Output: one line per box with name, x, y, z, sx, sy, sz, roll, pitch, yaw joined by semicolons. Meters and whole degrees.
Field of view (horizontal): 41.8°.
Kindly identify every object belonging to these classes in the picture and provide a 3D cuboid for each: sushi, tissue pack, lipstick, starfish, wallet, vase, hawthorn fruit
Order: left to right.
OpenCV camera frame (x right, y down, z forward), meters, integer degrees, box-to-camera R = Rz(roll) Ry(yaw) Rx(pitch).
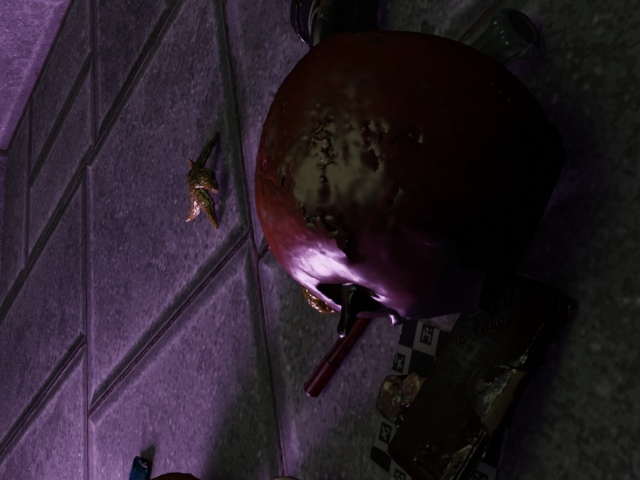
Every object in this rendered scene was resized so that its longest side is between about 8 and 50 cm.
tissue pack;-0.364;0.497;1.648;0.085;0.028;0.138;-8;71;58
starfish;-0.227;-0.098;1.589;0.208;0.053;0.176;-106;29;-46
lipstick;0.028;0.142;1.107;0.176;0.027;0.027;-57;37;30
hawthorn fruit;0.086;-0.065;0.832;0.316;0.316;0.316;-25;60;54
sushi;0.112;0.197;0.924;0.215;0.050;0.192;21;99;59
wallet;0.151;0.135;0.832;0.232;0.031;0.122;-59;29;-3
vase;0.170;-0.192;0.925;0.148;0.081;0.081;-36;52;45

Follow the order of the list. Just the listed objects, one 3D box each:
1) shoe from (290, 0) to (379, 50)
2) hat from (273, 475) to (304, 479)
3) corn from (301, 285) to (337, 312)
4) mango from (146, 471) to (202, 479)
shoe;0.011;-0.305;1.179;0.137;0.114;0.291;-13;68;52
hat;-0.044;0.429;1.017;0.232;0.161;0.275;-18;62;52
corn;0.000;0.000;1.151;0.080;0.080;0.231;-55;34;35
mango;-0.242;0.454;1.350;0.156;0.151;0.249;47;142;5
